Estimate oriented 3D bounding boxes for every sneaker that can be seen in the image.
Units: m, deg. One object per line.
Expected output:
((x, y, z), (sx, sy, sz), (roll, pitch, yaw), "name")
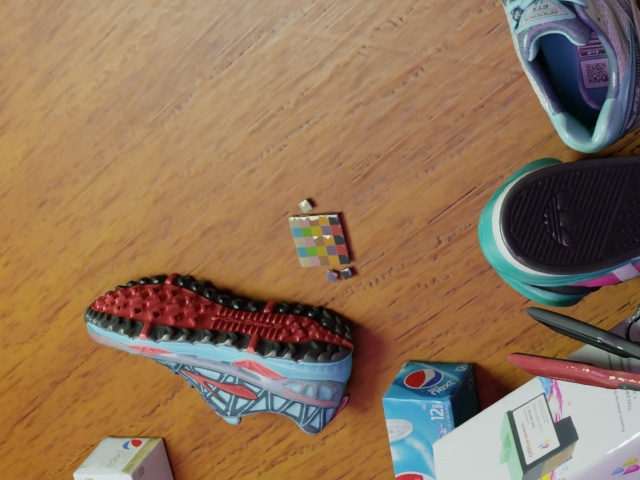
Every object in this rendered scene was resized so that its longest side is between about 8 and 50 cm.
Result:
((-0.100, 0.118, 1.663), (0.262, 0.104, 0.125), (13, 122, 18), "sneaker")
((0.254, -0.012, 1.431), (0.296, 0.178, 0.123), (-2, 87, -14), "sneaker")
((0.185, -0.198, 1.359), (0.110, 0.122, 0.283), (-15, 109, 29), "sneaker")

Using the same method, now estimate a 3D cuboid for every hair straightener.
((0.238, 0.071, 1.357), (0.047, 0.089, 0.230), (28, 167, -32), "hair straightener")

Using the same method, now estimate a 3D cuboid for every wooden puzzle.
((0.000, 0.000, 1.614), (0.049, 0.006, 0.083), (-4, 114, 25), "wooden puzzle")

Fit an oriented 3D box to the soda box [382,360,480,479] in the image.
((0.112, 0.217, 1.639), (0.067, 0.071, 0.210), (0, 116, 24), "soda box")

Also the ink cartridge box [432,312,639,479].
((0.259, 0.184, 1.481), (0.201, 0.117, 0.278), (28, 131, -32), "ink cartridge box")

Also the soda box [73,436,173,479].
((-0.177, 0.306, 1.811), (0.069, 0.074, 0.216), (-3, 115, 25), "soda box")
